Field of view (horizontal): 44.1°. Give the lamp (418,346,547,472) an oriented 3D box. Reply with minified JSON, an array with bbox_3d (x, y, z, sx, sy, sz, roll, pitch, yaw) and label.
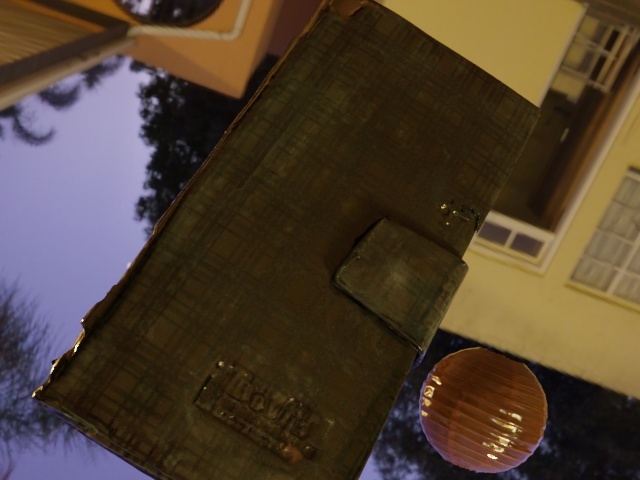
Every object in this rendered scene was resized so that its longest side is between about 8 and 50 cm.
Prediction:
[{"bbox_3d":[0.172,0.181,0.843,0.136,0.136,0.136,19,-160,-7],"label":"lamp"}]

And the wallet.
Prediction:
[{"bbox_3d":[0.000,0.000,0.456,0.169,0.317,0.044,31,156,2],"label":"wallet"}]
